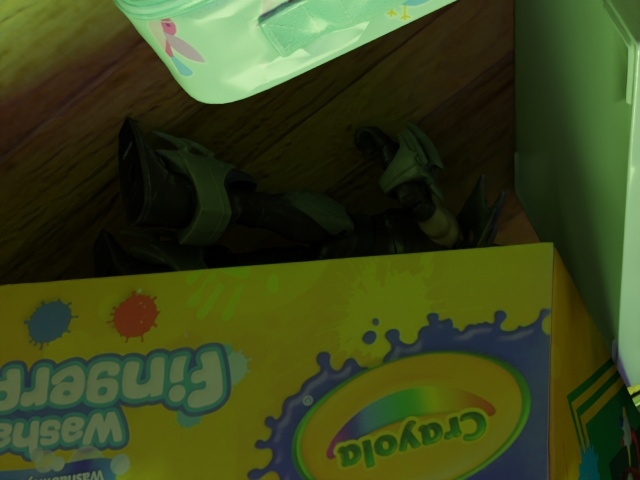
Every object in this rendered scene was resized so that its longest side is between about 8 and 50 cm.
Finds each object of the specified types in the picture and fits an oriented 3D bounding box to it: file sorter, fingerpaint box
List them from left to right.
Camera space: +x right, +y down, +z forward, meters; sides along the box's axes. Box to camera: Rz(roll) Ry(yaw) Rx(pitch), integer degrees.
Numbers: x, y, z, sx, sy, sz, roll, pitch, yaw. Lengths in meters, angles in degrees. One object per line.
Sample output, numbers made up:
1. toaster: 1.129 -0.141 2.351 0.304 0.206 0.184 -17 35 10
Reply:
1. fingerpaint box: -0.030 0.160 1.020 0.445 0.163 0.371 -5 152 20
2. file sorter: 0.227 -0.087 0.991 0.173 0.193 0.277 -15 136 -7

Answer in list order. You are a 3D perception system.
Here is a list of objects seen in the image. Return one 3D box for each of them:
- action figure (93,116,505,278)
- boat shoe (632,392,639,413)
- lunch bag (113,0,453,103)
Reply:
1. action figure: 0.000 0.000 1.077 0.285 0.099 0.185 7 124 -28
2. boat shoe: 0.305 0.144 1.337 0.152 0.049 0.056 -25 135 8
3. lunch bag: 0.020 -0.200 0.792 0.279 0.224 0.108 -27 135 10
